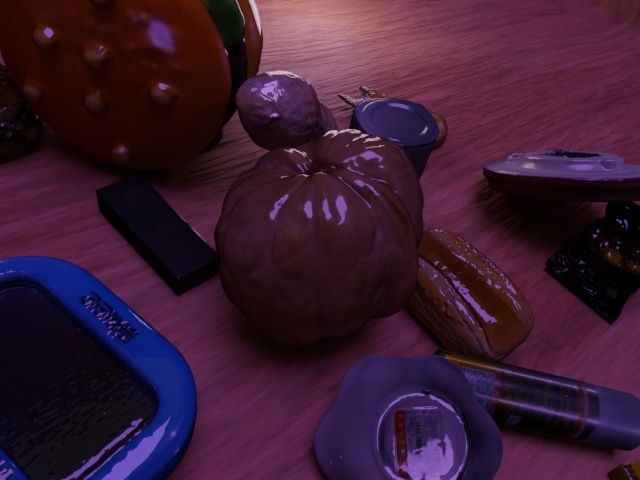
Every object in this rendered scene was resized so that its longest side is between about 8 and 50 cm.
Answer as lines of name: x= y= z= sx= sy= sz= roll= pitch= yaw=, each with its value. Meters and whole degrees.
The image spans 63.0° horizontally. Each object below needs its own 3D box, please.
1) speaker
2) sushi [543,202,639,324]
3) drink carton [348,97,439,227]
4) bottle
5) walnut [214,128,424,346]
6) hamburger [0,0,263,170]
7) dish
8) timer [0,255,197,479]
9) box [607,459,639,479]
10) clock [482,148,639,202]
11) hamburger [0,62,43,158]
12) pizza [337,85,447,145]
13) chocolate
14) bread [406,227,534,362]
speaker: x=-0.252 y=-0.014 z=0.810 sx=0.218 sy=0.044 sz=0.082 roll=41 pitch=50 yaw=22
sushi: x=0.531 y=0.015 z=0.927 sx=0.172 sy=0.150 sz=0.153 roll=-25 pitch=58 yaw=-34
drink carton: x=0.104 y=-0.141 z=0.937 sx=0.186 sy=0.189 sz=0.191 roll=-1 pitch=47 yaw=-9
bottle: x=0.290 y=0.218 z=0.714 sx=0.286 sy=0.082 sz=0.082 roll=14 pitch=45 yaw=-2
walnut: x=0.000 y=0.000 z=0.711 sx=0.285 sy=0.285 sz=0.296 roll=37 pitch=56 yaw=19
hamburger: x=-0.288 y=-0.303 z=0.847 sx=0.396 sy=0.395 sz=0.277 roll=17 pitch=41 yaw=1
dish: x=0.109 y=0.231 z=0.599 sx=0.230 sy=0.081 sz=0.229 roll=1 pitch=68 yaw=-2
timer: x=-0.323 y=0.180 z=0.555 sx=0.340 sy=0.115 sz=0.309 roll=35 pitch=49 yaw=17
box: x=0.537 y=0.354 z=0.686 sx=0.279 sy=0.041 sz=0.153 roll=-1 pitch=49 yaw=-17
clock: x=0.477 y=-0.134 z=1.003 sx=0.319 sy=0.080 sz=0.318 roll=0 pitch=13 yaw=0
hamburger: x=-0.576 y=-0.228 z=0.870 sx=0.190 sy=0.122 sz=0.215 roll=-4 pitch=45 yaw=-14
pizza: x=0.157 y=-0.275 z=1.180 sx=0.262 sy=0.034 sz=0.181 roll=27 pitch=46 yaw=10
chocolate: x=-0.047 y=-0.207 z=0.910 sx=0.134 sy=0.134 sz=0.309 roll=34 pitch=9 yaw=17
bread: x=0.213 y=0.079 z=0.809 sx=0.140 sy=0.106 sz=0.236 roll=-25 pitch=57 yaw=-31
